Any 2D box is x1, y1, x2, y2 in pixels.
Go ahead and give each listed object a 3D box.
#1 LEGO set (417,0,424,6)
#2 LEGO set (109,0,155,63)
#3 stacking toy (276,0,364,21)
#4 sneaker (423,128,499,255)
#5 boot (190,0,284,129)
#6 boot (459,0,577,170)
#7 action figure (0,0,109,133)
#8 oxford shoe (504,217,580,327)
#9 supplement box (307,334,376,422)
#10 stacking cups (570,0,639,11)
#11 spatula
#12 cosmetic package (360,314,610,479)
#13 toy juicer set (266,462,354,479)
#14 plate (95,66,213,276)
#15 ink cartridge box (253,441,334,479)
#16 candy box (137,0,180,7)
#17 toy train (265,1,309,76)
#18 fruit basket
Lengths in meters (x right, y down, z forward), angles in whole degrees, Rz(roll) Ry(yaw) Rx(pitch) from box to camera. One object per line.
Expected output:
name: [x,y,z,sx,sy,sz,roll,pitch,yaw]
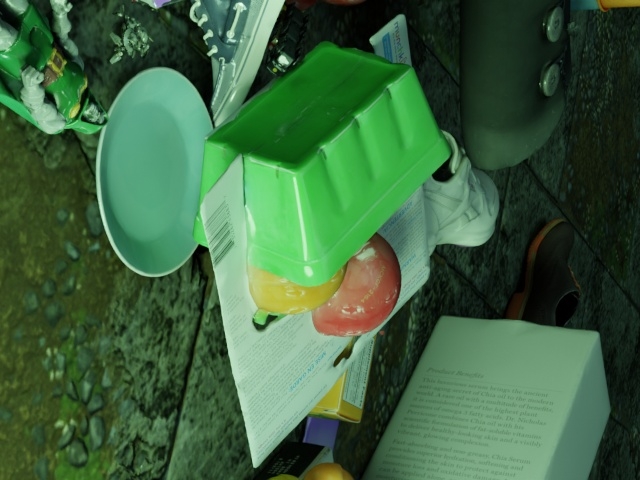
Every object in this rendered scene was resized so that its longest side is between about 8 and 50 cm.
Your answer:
LEGO set: [0.181,-0.444,1.670,0.331,0.192,0.255,-24,97,-44]
LEGO set: [-0.158,-0.187,1.170,0.054,0.023,0.083,37,61,-58]
stacking toy: [-0.008,-0.398,1.317,0.309,0.130,0.279,55,47,-51]
sneaker: [0.160,-0.066,1.656,0.305,0.114,0.152,-22,138,-61]
boot: [-0.091,-0.201,1.265,0.069,0.086,0.190,-102,-146,-73]
boot: [0.170,-0.253,1.431,0.367,0.146,0.445,-46,150,-32]
action figure: [-0.225,-0.151,1.015,0.232,0.063,0.137,55,43,-55]
oxford shoe: [0.375,0.074,2.140,0.271,0.098,0.097,-65,146,-35]
supplement box: [0.019,0.081,1.487,0.080,0.078,0.233,41,59,-60]
stacking cups: [0.355,-0.347,1.815,0.096,0.316,0.096,4,90,-65]
spatula: [0.045,0.131,1.539,0.296,0.030,0.084,-64,152,2]
cosmetic package: [0.194,0.310,1.690,0.453,0.230,0.161,-58,142,-40]
toy juicer set: [-0.030,0.340,1.289,0.329,0.089,0.209,-35,124,-51]
plate: [-0.151,-0.062,1.202,0.188,0.024,0.188,-17,109,-61]
ink cartridge box: [-0.024,0.423,1.462,0.176,0.069,0.370,-41,126,-54]
candy box: [-0.078,-0.305,1.134,0.196,0.070,0.164,-20,112,-16]
toy train: [-0.033,-0.191,1.279,0.027,0.036,0.158,38,23,-14]
fruit basket: [0.000,0.000,1.312,0.327,0.165,0.353,-45,148,-34]
